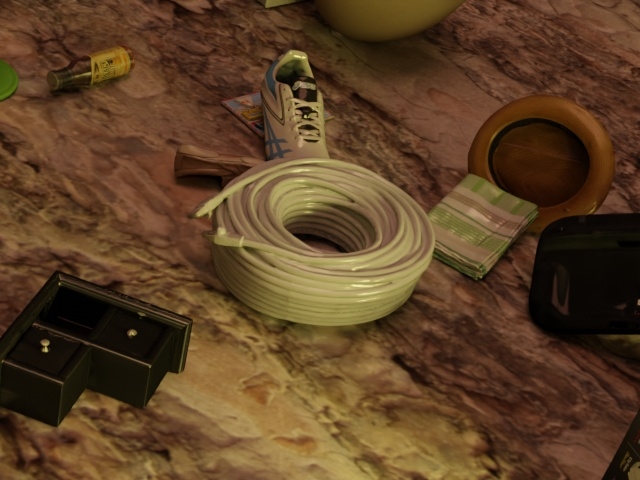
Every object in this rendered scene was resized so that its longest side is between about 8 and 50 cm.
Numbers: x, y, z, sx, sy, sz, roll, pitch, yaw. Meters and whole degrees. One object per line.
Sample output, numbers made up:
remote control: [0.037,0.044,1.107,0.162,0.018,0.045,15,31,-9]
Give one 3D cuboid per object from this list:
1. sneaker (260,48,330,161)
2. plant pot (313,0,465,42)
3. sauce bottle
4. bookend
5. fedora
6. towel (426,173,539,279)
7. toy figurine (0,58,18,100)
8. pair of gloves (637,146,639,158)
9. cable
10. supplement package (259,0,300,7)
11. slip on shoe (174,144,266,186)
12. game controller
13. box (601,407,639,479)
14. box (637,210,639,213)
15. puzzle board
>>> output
sneaker: [-0.030,-0.158,1.808,0.085,0.086,0.237,4,45,-20]
plant pot: [0.088,-0.408,2.077,0.284,0.191,0.284,13,52,-16]
sauce bottle: [-0.310,-0.230,1.865,0.042,0.042,0.128,37,44,29]
bookend: [-0.232,0.123,1.383,0.156,0.072,0.157,20,37,8]
fedora: [0.293,-0.095,1.812,0.194,0.194,0.079,30,2,22]
towel: [0.192,-0.023,1.733,0.113,0.023,0.152,30,51,21]
toy figurine: [-0.453,-0.288,1.795,0.130,0.159,0.173,5,36,-12]
pair of gloves: [0.588,-0.131,2.017,0.240,0.042,0.204,18,39,9]
cable: [0.000,0.000,1.612,0.257,0.089,0.257,26,37,16]
supplement package: [-0.037,-0.449,2.192,0.179,0.105,0.105,-17,45,-35]
slip on shoe: [-0.117,-0.085,1.732,0.135,0.051,0.041,13,75,-13]
game controller: [0.404,0.038,1.612,0.319,0.067,0.166,-2,58,21]
box: [0.433,0.222,1.383,0.247,0.163,0.142,-10,45,-29]
box: [0.472,-0.030,1.791,0.060,0.100,0.244,33,40,22]
puzzle board: [-0.059,-0.182,1.904,0.128,0.011,0.096,-19,47,-37]
